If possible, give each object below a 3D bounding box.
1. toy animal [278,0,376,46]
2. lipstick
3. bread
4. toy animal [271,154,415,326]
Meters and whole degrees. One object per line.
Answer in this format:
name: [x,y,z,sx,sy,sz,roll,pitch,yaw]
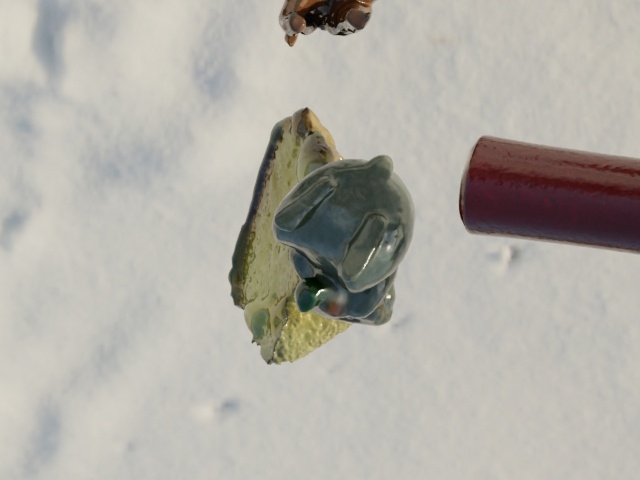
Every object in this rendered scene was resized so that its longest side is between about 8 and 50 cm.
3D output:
toy animal: [0.057,-0.244,1.140,0.066,0.229,0.224,37,110,-8]
lipstick: [0.224,-0.026,1.127,0.241,0.080,0.080,9,142,18]
bread: [0.009,-0.005,1.579,0.133,0.174,0.251,4,122,-23]
toy animal: [0.030,0.019,1.319,0.108,0.138,0.236,36,169,21]
